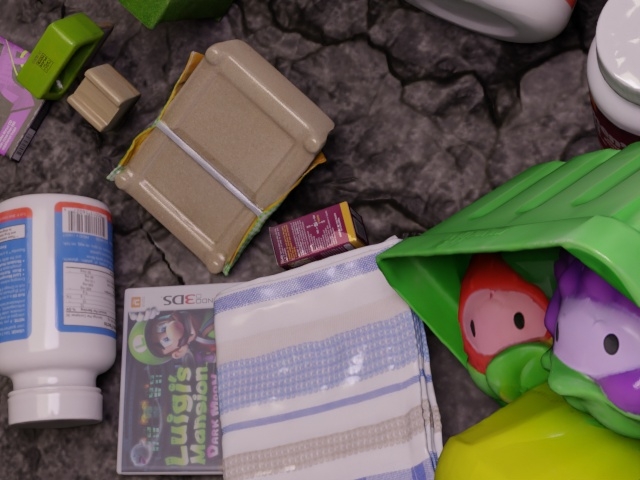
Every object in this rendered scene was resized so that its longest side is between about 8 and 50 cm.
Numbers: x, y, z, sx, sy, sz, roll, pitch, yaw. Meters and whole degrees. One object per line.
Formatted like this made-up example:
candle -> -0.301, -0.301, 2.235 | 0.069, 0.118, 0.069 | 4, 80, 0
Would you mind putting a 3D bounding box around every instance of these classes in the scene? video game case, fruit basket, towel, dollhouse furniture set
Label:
video game case -> -0.119, 0.137, 1.076 | 0.173, 0.022, 0.190 | -4, 76, 17
fruit basket -> 0.175, 0.122, 0.790 | 0.392, 0.392, 0.283 | -42, 100, 5
towel -> 0.002, 0.141, 0.967 | 0.209, 0.034, 0.285 | -16, 56, 14
dollhouse furniture set -> -0.130, -0.143, 1.124 | 0.301, 0.151, 0.197 | 43, 114, 4

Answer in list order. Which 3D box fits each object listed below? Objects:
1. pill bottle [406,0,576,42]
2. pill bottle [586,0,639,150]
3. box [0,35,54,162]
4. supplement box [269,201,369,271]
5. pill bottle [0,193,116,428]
pill bottle -> 0.192, -0.359, 0.991 | 0.181, 0.181, 0.323 | 21, 91, 21
pill bottle -> 0.287, -0.132, 0.904 | 0.121, 0.221, 0.121 | -4, 76, 17
box -> -0.381, -0.176, 1.209 | 0.162, 0.029, 0.116 | 29, 88, 8
supplement box -> 0.000, 0.000, 1.053 | 0.083, 0.055, 0.043 | -18, 71, 12
pill bottle -> -0.269, 0.074, 1.084 | 0.124, 0.124, 0.221 | -8, 75, 16
